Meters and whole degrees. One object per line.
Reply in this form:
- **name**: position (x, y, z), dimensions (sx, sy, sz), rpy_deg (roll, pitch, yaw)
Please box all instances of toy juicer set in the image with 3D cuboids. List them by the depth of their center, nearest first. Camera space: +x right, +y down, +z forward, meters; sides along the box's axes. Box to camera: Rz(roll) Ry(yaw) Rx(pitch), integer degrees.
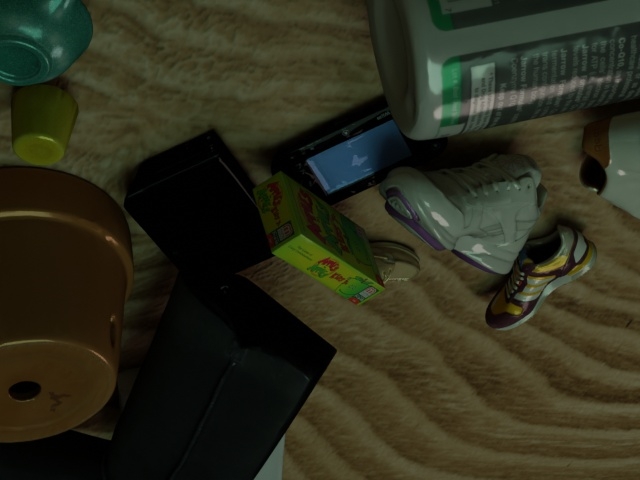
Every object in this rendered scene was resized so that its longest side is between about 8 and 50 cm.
- **toy juicer set**: position (-0.318, -0.205, 1.292), dimensions (0.209, 0.089, 0.329), rpy_deg (9, 146, -12)

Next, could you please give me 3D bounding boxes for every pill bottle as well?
- **pill bottle**: position (0.242, -0.229, 1.378), dimensions (0.361, 0.204, 0.204), rpy_deg (-11, 143, -8)

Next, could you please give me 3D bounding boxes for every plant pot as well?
- **plant pot**: position (-0.342, 0.088, 1.548), dimensions (0.291, 0.203, 0.291), rpy_deg (-11, 142, -9)

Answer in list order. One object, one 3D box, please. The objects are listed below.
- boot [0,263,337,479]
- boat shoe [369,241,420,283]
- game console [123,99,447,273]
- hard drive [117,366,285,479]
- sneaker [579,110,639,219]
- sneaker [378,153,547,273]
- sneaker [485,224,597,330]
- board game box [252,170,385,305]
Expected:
- **boot**: position (-0.232, 0.206, 1.728), dimensions (0.367, 0.146, 0.445), rpy_deg (27, 128, -5)
- **boat shoe**: position (0.058, 0.037, 1.761), dimensions (0.170, 0.059, 0.063), rpy_deg (8, 136, -30)
- **game console**: position (-0.033, -0.076, 1.596), dimensions (0.361, 0.044, 0.213), rpy_deg (-25, 143, 9)
- **hard drive**: position (-0.166, 0.285, 1.996), dimensions (0.233, 0.047, 0.353), rpy_deg (-9, 142, -11)
- **sneaker**: position (0.398, -0.080, 1.741), dimensions (0.123, 0.105, 0.290), rpy_deg (-2, 153, 24)
- **sneaker**: position (0.174, -0.057, 1.643), dimensions (0.152, 0.114, 0.305), rpy_deg (-54, 150, 9)
- **sneaker**: position (0.279, 0.045, 1.863), dimensions (0.084, 0.069, 0.185), rpy_deg (32, 116, -35)
- **board game box**: position (0.000, 0.000, 1.592), dimensions (0.043, 0.092, 0.181), rpy_deg (-32, 144, 20)
